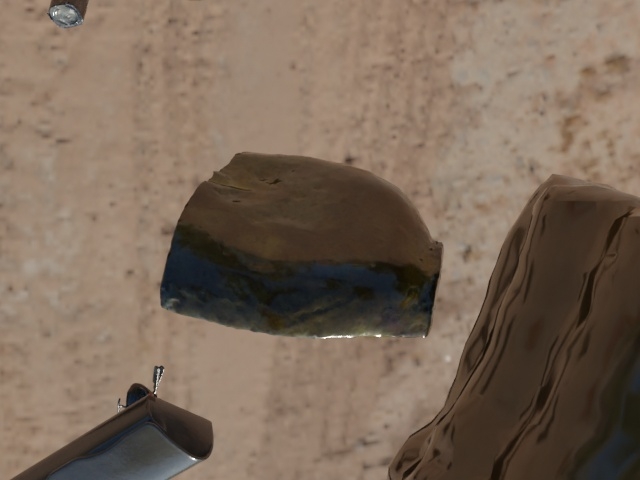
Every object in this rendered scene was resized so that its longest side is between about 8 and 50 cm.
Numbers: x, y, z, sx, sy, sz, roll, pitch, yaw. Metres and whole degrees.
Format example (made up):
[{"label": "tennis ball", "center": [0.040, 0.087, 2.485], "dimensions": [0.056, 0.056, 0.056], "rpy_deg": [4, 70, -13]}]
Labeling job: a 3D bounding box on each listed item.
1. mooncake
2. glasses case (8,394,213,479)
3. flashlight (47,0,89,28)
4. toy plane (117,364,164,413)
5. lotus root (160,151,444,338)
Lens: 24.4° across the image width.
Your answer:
[{"label": "mooncake", "center": [0.185, 0.116, 0.547], "dimensions": [0.324, 0.324, 0.187], "rpy_deg": [27, 90, -37]}, {"label": "glasses case", "center": [-0.169, 0.178, 1.135], "dimensions": [0.190, 0.042, 0.072], "rpy_deg": [-32, 130, 32]}, {"label": "flashlight", "center": [-0.139, -0.156, 0.850], "dimensions": [0.018, 0.083, 0.018], "rpy_deg": [-10, 138, 18]}, {"label": "toy plane", "center": [-0.225, 0.220, 1.871], "dimensions": [0.037, 0.060, 0.145], "rpy_deg": [24, 137, 18]}, {"label": "lotus root", "center": [0.007, 0.006, 1.553], "dimensions": [0.260, 0.267, 0.149], "rpy_deg": [14, 112, 18]}]
